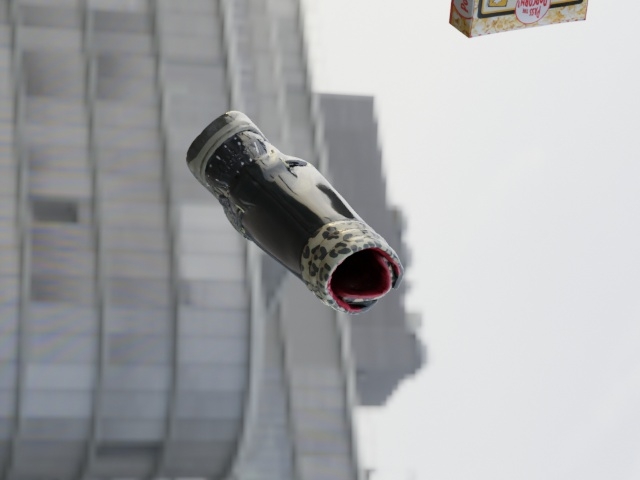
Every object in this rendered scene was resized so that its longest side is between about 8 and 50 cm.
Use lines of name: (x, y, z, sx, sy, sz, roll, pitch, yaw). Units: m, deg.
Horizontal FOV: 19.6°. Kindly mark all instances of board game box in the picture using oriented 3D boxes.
board game box: (0.211, -0.309, 1.874, 0.045, 0.147, 0.193, 46, -41, 49)

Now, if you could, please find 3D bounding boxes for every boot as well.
boot: (-0.002, 0.001, 1.524, 0.178, 0.085, 0.236, 44, 1, 30)
